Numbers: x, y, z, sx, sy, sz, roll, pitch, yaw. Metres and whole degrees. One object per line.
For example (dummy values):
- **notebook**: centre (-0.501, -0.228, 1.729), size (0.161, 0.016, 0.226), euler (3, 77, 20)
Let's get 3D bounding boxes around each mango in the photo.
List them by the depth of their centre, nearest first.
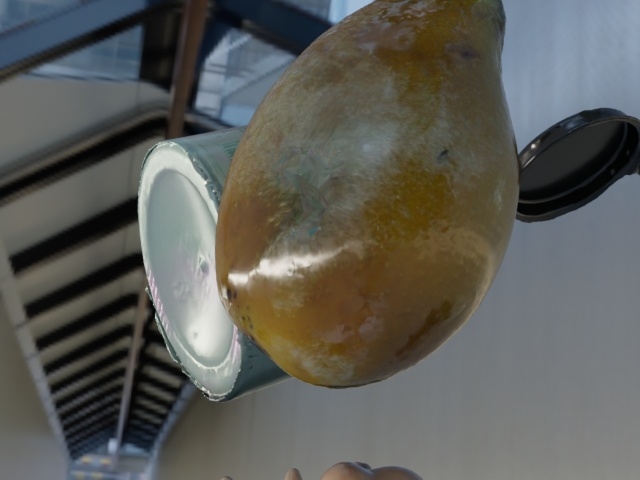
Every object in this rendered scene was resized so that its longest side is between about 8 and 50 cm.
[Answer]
- **mango**: centre (0.039, -0.053, 0.714), size (0.146, 0.192, 0.316), euler (64, -139, -57)

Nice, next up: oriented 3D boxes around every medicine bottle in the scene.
- **medicine bottle**: centre (0.000, 0.000, 1.037), size (0.245, 0.289, 0.245), euler (35, 132, 53)

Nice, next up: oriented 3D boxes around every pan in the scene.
- **pan**: centre (0.260, -0.066, 0.959), size (0.136, 0.235, 0.028), euler (-58, 44, 42)

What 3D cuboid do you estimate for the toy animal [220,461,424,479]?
- **toy animal**: centre (0.011, 0.310, 1.128), size (0.166, 0.250, 0.154), euler (54, -154, -65)
